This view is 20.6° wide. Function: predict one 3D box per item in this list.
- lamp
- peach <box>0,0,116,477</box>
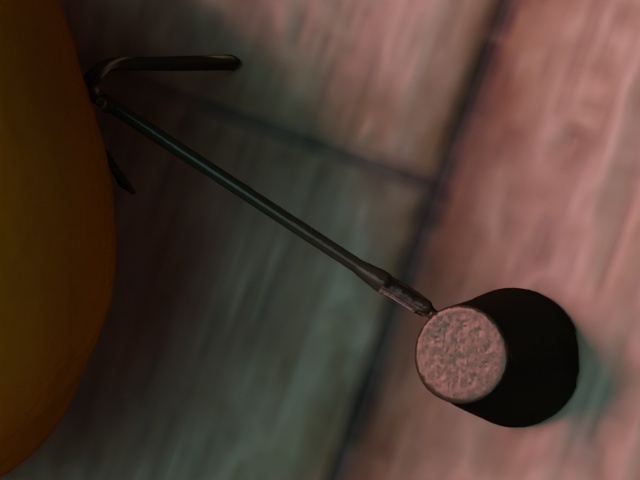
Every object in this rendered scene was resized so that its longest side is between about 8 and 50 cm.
[{"bbox_3d":[0.001,0.001,0.395,0.121,0.054,0.041,36,100,20],"label":"lamp"},{"bbox_3d":[-0.114,-0.018,0.394,0.179,0.103,0.179,17,110,57],"label":"peach"}]
